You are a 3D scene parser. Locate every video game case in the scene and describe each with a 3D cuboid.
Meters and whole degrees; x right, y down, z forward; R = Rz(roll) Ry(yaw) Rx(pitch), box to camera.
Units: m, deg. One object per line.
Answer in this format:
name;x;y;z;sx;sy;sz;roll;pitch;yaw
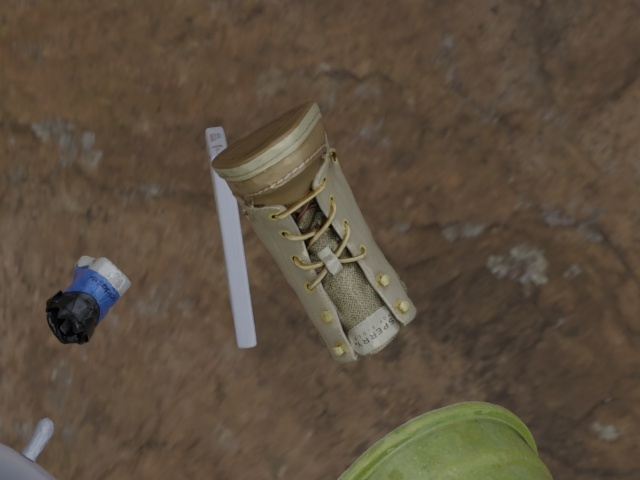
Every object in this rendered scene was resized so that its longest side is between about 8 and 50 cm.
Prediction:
video game case;-0.107;-0.008;2.020;0.026;0.206;0.227;-8;103;-4

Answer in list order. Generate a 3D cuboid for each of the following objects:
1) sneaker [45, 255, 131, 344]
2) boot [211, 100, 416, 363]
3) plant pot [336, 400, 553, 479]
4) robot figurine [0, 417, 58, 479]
sneaker;-0.241;0.063;1.700;0.058;0.152;0.084;46;75;-11
boot;0.000;0.000;1.360;0.095;0.262;0.203;-29;92;-3
plant pot;0.151;0.315;1.397;0.276;0.276;0.254;-34;46;-18
robot figurine;-0.188;0.189;0.599;0.200;0.300;0.353;28;27;11
